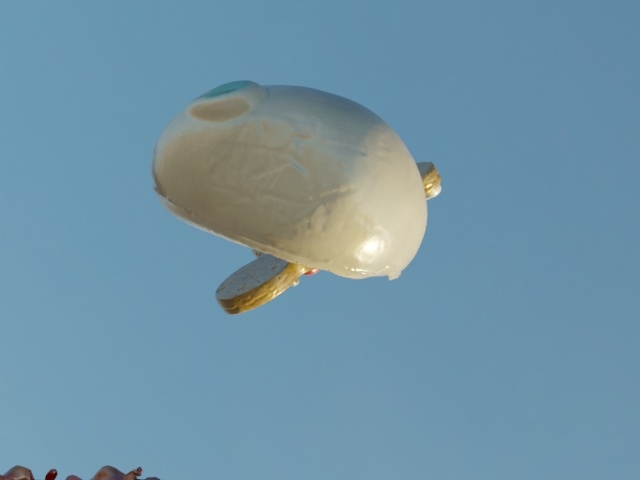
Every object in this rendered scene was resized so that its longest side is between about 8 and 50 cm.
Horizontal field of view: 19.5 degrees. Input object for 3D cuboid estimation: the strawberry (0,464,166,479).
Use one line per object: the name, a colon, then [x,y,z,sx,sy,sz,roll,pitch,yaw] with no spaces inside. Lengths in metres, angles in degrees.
strawberry: [-0.152,0.241,0.840,0.233,0.306,0.138,32,-47,28]

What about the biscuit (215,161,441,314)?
biscuit: [0.001,0.001,1.736,0.035,0.240,0.158,60,-26,-15]

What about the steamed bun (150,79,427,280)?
steamed bun: [-0.022,-0.055,1.447,0.228,0.177,0.131,20,-82,32]
